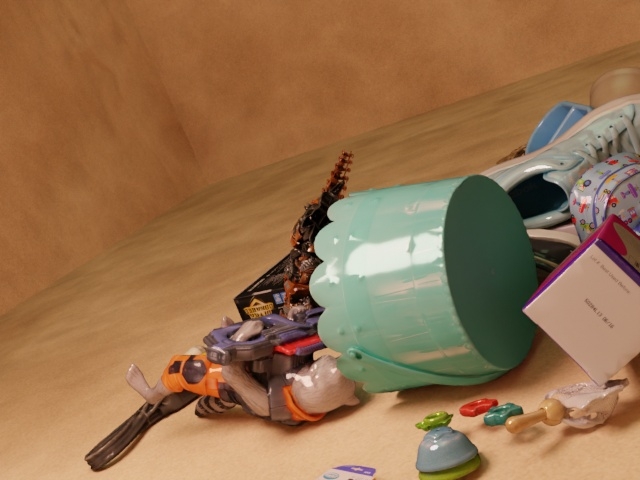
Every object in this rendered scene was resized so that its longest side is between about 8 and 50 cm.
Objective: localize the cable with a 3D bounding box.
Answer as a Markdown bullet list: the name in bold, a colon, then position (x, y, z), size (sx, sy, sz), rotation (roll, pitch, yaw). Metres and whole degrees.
- **cable**: position (-0.276, 0.255, 1.495), size (0.287, 0.072, 0.139), rotation (-33, 10, -36)

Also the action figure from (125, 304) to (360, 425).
- **action figure**: position (-0.061, 0.181, 1.333), size (0.341, 0.178, 0.330), rotation (-9, 7, -43)

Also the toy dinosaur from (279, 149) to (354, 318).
- **toy dinosaur**: position (0.000, 0.000, 1.549), size (0.164, 0.321, 0.218), rotation (-1, -13, -25)

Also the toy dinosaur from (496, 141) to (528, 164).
- **toy dinosaur**: position (0.446, -0.191, 2.124), size (0.093, 0.053, 0.183), rotation (-13, 16, 43)

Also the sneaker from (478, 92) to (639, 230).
- **sneaker**: position (0.398, -0.097, 1.424), size (0.366, 0.135, 0.150), rotation (-30, 19, 11)

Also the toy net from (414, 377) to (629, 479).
- **toy net**: position (0.210, 0.191, 0.981), size (0.232, 0.045, 0.122), rotation (-18, 1, 12)

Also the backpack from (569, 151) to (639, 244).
- **backpack**: position (0.410, -0.023, 1.203), size (0.158, 0.173, 0.117), rotation (-25, 13, -14)

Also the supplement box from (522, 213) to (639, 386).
- **supplement box**: position (0.313, 0.056, 1.020), size (0.114, 0.111, 0.220), rotation (-48, -11, 22)

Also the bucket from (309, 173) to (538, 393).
- **bucket**: position (0.139, 0.053, 1.170), size (0.183, 0.281, 0.281), rotation (-12, 17, 37)

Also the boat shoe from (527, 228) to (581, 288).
- **boat shoe**: position (0.235, 0.036, 1.339), size (0.303, 0.114, 0.091), rotation (-2, 31, 36)

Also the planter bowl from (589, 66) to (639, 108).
- **planter bowl**: position (0.619, -0.254, 1.891), size (0.162, 0.162, 0.109), rotation (-13, 42, 39)

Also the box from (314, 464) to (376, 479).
- **box**: position (0.002, 0.284, 0.987), size (0.136, 0.028, 0.081), rotation (-29, 13, -35)

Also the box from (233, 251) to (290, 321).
- **box**: position (0.022, 0.055, 1.793), size (0.257, 0.079, 0.322), rotation (-12, 16, 33)

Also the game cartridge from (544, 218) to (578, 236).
- **game cartridge**: position (0.472, -0.050, 1.480), size (0.355, 0.068, 0.230), rotation (-12, 20, 41)

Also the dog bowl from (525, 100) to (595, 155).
- **dog bowl**: position (0.484, -0.190, 1.814), size (0.166, 0.074, 0.297), rotation (-57, 10, 9)
